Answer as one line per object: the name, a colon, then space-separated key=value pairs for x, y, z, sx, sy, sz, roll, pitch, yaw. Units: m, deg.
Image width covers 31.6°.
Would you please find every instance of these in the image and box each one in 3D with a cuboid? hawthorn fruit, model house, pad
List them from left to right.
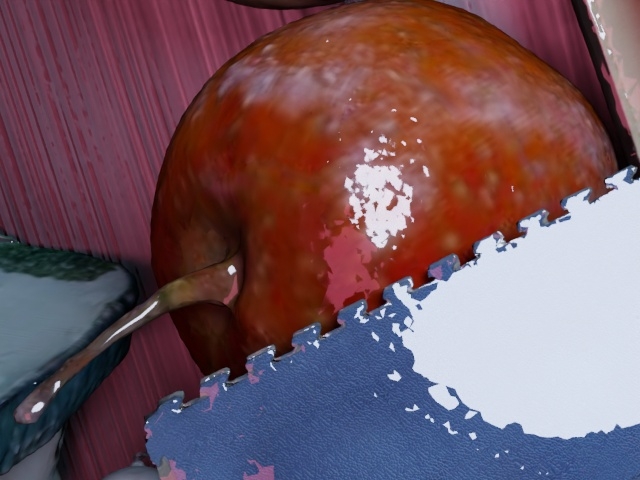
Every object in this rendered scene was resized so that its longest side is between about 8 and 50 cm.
model house: x=-0.255 y=0.148 z=0.671 sx=0.184 sy=0.253 sz=0.291 roll=23 pitch=113 yaw=7
hawthorn fruit: x=0.033 y=-0.008 z=0.560 sx=0.231 sy=0.263 sz=0.235 roll=15 pitch=90 yaw=8
pad: x=0.102 y=0.126 z=0.433 sx=0.269 sy=0.012 sz=0.269 roll=-25 pitch=81 yaw=-4

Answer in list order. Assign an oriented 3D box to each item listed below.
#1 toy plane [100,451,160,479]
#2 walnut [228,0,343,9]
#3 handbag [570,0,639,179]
toy plane: x=-0.109 y=0.223 z=0.683 sx=0.252 sy=0.118 sz=0.252 roll=-4 pitch=136 yaw=-4
walnut: x=-0.020 y=-0.220 z=0.550 sx=0.224 sy=0.224 sz=0.224 roll=3 pitch=104 yaw=13
handbag: x=0.272 y=-0.069 z=0.509 sx=0.237 sy=0.160 sz=0.358 roll=-24 pitch=98 yaw=-21
